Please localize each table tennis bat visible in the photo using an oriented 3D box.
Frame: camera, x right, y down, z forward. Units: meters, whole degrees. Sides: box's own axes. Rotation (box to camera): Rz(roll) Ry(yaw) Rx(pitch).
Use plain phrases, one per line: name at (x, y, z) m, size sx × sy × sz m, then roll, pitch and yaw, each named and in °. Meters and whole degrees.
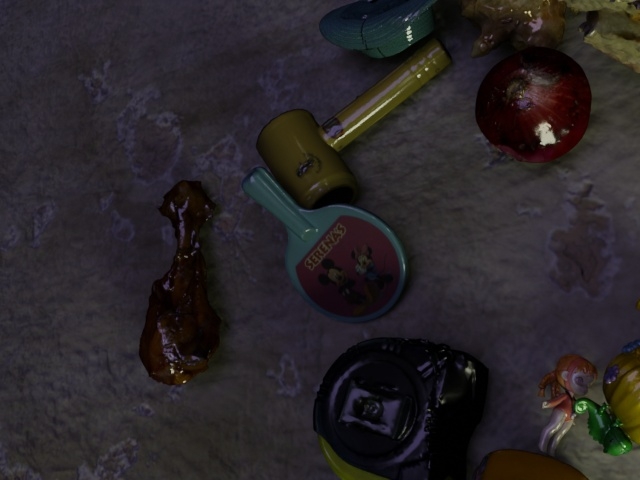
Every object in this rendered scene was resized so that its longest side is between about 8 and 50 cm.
table tennis bat at (0.000, 0.000, 0.887) m, size 0.244 × 0.040 × 0.153 m, roll 43°, pitch 116°, yaw -1°

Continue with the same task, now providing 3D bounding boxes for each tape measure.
tape measure at (0.079, 0.201, 0.796) m, size 0.186 × 0.112 × 0.199 m, roll 3°, pitch 68°, yaw 38°

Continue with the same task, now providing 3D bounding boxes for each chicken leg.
chicken leg at (-0.190, 0.055, 1.016) m, size 0.113 × 0.093 × 0.304 m, roll -3°, pitch 67°, yaw 10°

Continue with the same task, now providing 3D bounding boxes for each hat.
hat at (0.096, -0.280, 0.929) m, size 0.191 × 0.078 × 0.138 m, roll -1°, pitch 36°, yaw 37°

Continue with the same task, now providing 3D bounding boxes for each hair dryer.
hair dryer at (0.057, -0.154, 0.932) m, size 0.279 × 0.090 × 0.135 m, roll -38°, pitch 62°, yaw 9°

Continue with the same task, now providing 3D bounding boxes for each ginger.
ginger at (0.247, -0.300, 0.847) m, size 0.157 × 0.102 × 0.216 m, roll 39°, pitch 93°, yaw 4°

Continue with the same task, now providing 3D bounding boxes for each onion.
onion at (0.239, -0.153, 0.807) m, size 0.131 × 0.131 × 0.131 m, roll -7°, pitch 74°, yaw 27°

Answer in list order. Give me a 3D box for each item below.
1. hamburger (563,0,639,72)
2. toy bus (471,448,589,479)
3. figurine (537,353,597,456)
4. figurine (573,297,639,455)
hamburger at (0.472, -0.261, 0.614) m, size 0.446 × 0.268 × 0.287 m, roll 21°, pitch 90°, yaw 35°
toy bus at (0.190, 0.302, 0.677) m, size 0.126 × 0.136 × 0.209 m, roll 12°, pitch 62°, yaw 19°
figurine at (0.253, 0.172, 0.752) m, size 0.047 × 0.064 × 0.109 m, roll 12°, pitch 73°, yaw 52°
figurine at (0.316, 0.130, 0.703) m, size 0.156 × 0.095 × 0.115 m, roll -40°, pitch 73°, yaw 10°
